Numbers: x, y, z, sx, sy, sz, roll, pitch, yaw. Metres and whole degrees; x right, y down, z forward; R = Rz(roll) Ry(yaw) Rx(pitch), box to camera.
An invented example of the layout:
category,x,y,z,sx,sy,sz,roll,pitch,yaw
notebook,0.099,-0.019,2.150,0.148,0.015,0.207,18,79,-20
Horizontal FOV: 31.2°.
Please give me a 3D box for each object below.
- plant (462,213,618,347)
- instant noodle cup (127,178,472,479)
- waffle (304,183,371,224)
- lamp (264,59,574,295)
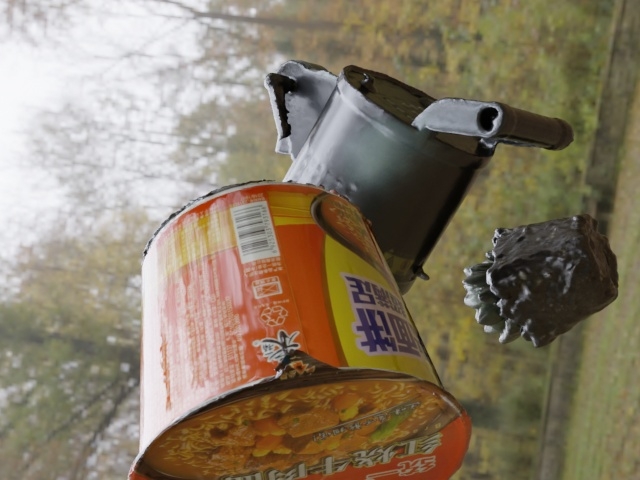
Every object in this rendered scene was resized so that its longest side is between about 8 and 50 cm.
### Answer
category,x,y,z,sx,sy,sz,roll,pitch,yaw
plant,0.265,0.052,1.419,0.129,0.194,0.132,51,-149,-20
instant noodle cup,-0.026,0.075,0.736,0.213,0.213,0.174,87,172,-51
waffle,0.000,0.000,0.844,0.029,0.075,0.083,-32,-18,-47
lamp,0.073,-0.059,1.361,0.205,0.374,0.272,2,-75,-51
